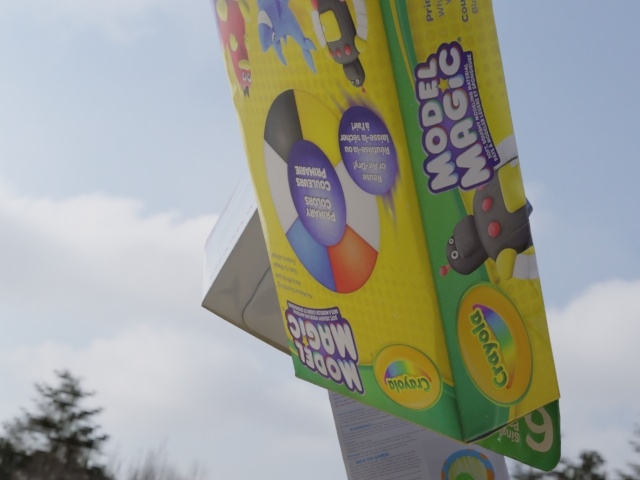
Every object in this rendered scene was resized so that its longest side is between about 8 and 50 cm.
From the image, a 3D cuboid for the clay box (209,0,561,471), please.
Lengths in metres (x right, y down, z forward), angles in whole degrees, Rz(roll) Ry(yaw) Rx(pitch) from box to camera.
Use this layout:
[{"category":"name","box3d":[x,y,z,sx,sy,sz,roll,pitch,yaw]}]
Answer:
[{"category":"clay box","box3d":[0.023,-0.015,0.450,0.053,0.222,0.127,-18,14,-28]}]

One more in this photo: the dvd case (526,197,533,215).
[{"category":"dvd case","box3d":[0.116,-0.046,1.082,0.022,0.253,0.180,-29,-80,35]}]

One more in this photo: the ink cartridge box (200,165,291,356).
[{"category":"ink cartridge box","box3d":[0.000,0.000,0.792,0.127,0.128,0.176,29,9,-10]}]

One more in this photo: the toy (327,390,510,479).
[{"category":"toy","box3d":[0.099,0.228,0.991,0.137,0.237,0.056,-14,-25,2]}]
